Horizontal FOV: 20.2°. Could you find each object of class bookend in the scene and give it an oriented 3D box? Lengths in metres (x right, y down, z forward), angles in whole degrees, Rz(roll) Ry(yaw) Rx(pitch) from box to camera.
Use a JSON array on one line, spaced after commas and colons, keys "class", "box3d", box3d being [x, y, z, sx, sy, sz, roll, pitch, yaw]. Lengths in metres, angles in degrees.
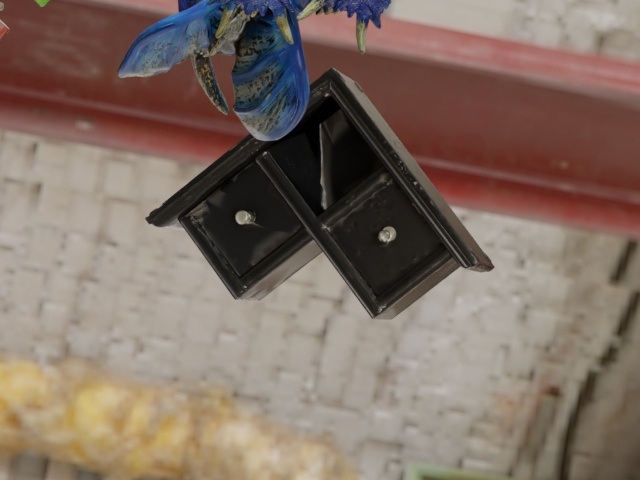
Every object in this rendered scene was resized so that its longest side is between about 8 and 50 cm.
[{"class": "bookend", "box3d": [0.000, 0.000, 1.158, 0.157, 0.156, 0.072, -37, 170, 9]}]

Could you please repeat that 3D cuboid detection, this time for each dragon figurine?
[{"class": "dragon figurine", "box3d": [-0.040, -0.104, 0.852, 0.289, 0.085, 0.144, -44, -154, 55]}]

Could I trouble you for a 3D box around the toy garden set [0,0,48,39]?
[{"class": "toy garden set", "box3d": [-0.221, -0.206, 1.283, 0.204, 0.049, 0.244, -46, -159, 2]}]
